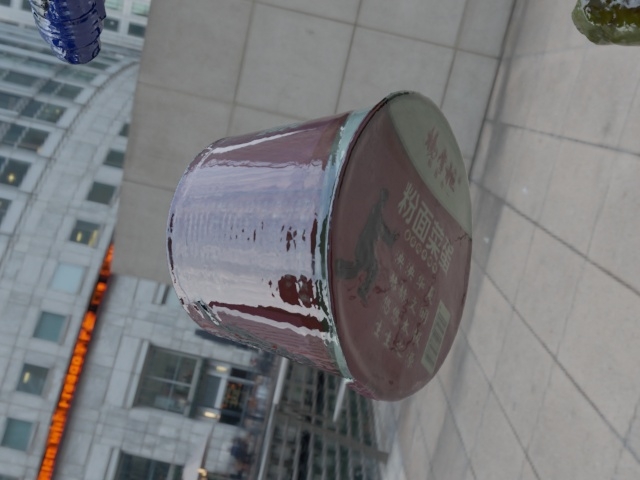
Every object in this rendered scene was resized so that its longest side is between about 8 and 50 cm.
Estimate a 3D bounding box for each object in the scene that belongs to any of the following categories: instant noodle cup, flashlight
[{"bbox_3d":[0.000,0.000,0.599,0.235,0.178,0.234,-9,-80,-56],"label":"instant noodle cup"},{"bbox_3d":[-0.097,-0.113,0.269,0.121,0.035,0.057,99,152,-60],"label":"flashlight"}]

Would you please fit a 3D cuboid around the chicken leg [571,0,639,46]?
[{"bbox_3d":[0.358,-0.172,0.512,0.201,0.429,0.153,-59,-41,-12],"label":"chicken leg"}]
